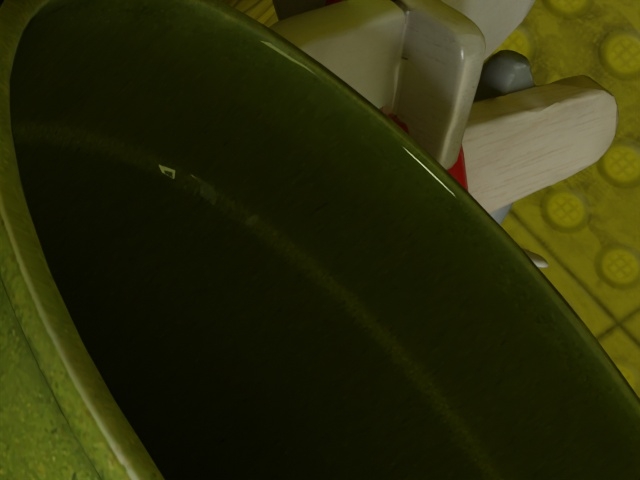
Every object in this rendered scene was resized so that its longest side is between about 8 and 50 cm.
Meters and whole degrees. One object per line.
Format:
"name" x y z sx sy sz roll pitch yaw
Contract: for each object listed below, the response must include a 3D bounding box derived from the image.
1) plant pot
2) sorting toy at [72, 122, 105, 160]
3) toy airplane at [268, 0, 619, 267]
"plant pot" -0.081 0.156 0.555 0.353 0.366 0.366 -42 -177 21
"sorting toy" -0.085 -0.067 0.607 0.102 0.042 0.061 -44 -177 13
"toy airplane" 0.000 0.000 0.892 0.272 0.386 0.384 18 -101 47
